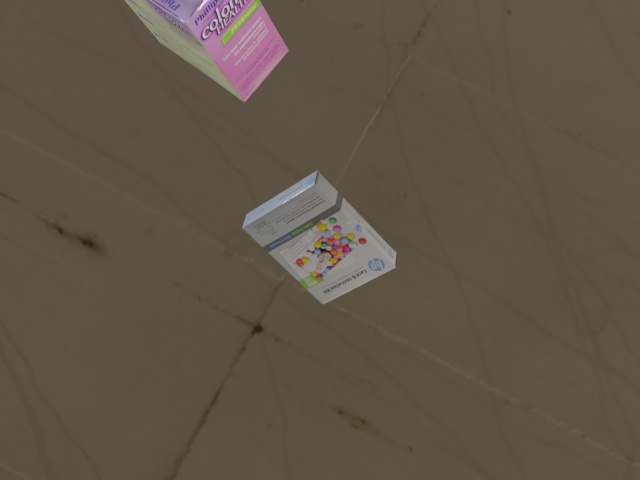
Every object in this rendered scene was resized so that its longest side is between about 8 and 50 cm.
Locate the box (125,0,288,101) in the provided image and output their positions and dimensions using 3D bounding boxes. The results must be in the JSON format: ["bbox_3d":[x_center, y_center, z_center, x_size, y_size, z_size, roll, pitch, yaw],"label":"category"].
[{"bbox_3d":[-0.194,-0.361,1.431,0.214,0.243,0.117,37,-95,25],"label":"box"}]

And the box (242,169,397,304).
[{"bbox_3d":[0.000,0.000,1.373,0.186,0.145,0.038,45,-146,-26],"label":"box"}]
